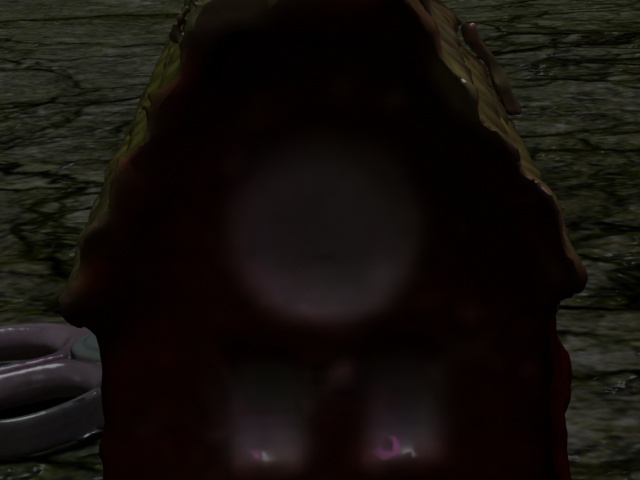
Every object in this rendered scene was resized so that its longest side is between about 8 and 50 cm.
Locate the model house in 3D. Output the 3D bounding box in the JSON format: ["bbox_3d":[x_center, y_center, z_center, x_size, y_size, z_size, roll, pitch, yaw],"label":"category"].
[{"bbox_3d":[0.000,0.000,0.632,0.160,0.254,0.196,-5,16,2],"label":"model house"}]

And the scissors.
[{"bbox_3d":[-0.060,0.047,0.858,0.242,0.030,0.118,-13,20,-21],"label":"scissors"}]
